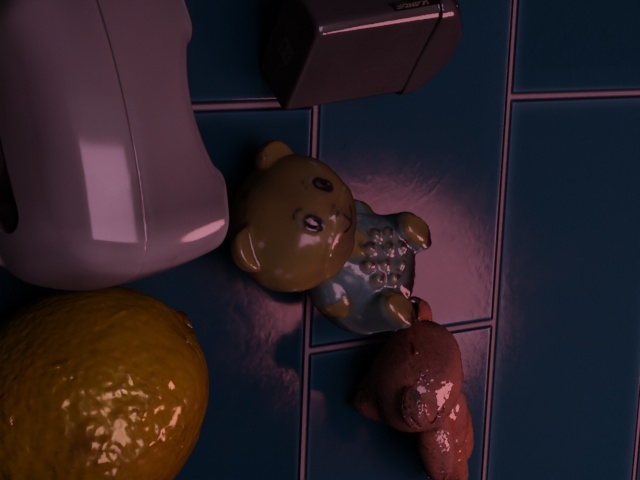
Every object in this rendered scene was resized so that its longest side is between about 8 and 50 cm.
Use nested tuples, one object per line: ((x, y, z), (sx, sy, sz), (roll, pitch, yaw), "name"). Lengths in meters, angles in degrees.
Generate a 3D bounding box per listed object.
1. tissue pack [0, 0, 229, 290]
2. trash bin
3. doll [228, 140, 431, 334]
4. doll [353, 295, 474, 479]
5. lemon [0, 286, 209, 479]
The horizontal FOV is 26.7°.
((-0.254, -0.114, 1.419), (0.236, 0.229, 0.333), (-12, 89, -36), "tissue pack")
((0.059, -0.255, 1.670), (0.236, 0.101, 0.177), (-14, 153, -28), "trash bin")
((0.000, 0.000, 1.693), (0.260, 0.161, 0.177), (33, 62, -37), "doll")
((0.134, 0.240, 1.878), (0.303, 0.156, 0.201), (72, 18, -44), "doll")
((-0.262, 0.181, 1.496), (0.268, 0.268, 0.322), (57, 46, -30), "lemon")
